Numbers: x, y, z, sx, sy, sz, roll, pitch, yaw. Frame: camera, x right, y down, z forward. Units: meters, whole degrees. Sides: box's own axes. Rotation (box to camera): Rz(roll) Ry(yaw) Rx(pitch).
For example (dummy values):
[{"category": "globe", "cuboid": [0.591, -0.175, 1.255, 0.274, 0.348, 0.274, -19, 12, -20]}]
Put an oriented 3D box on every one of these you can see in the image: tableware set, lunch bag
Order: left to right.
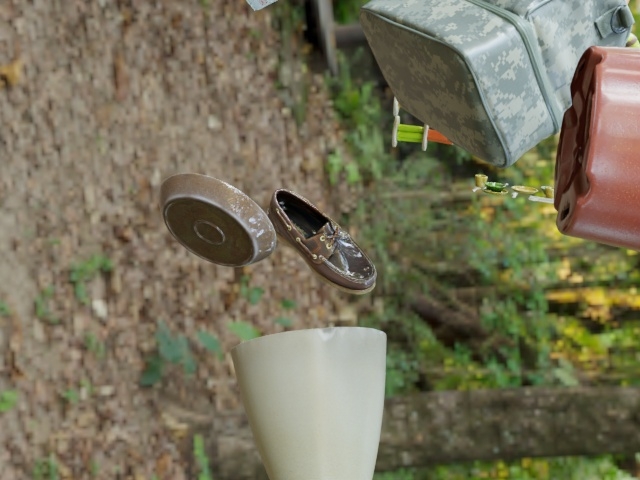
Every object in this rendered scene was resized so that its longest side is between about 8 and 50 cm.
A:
[{"category": "lunch bag", "cuboid": [0.236, -0.276, 1.684, 0.305, 0.256, 0.212, 38, -21, 54]}, {"category": "tableware set", "cuboid": [0.348, -0.095, 2.225, 0.104, 0.154, 0.024, -37, 134, -70]}]

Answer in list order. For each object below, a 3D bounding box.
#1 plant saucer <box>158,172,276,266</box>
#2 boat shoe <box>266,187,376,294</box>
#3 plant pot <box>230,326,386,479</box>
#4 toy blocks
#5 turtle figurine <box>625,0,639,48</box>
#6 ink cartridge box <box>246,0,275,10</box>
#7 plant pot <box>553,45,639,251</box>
[{"category": "plant saucer", "cuboid": [-0.139, -0.018, 1.621, 0.168, 0.168, 0.029, 76, 34, -49]}, {"category": "boat shoe", "cuboid": [0.000, 0.000, 1.881, 0.073, 0.207, 0.073, -41, 157, -33]}, {"category": "plant pot", "cuboid": [-0.004, 0.299, 2.024, 0.256, 0.256, 0.274, 57, 25, -73]}, {"category": "toy blocks", "cuboid": [0.193, -0.194, 2.037, 0.123, 0.148, 0.054, 88, 11, -48]}, {"category": "turtle figurine", "cuboid": [0.540, -0.275, 2.191, 0.217, 0.087, 0.269, 129, -47, -80]}, {"category": "ink cartridge box", "cuboid": [-0.062, -0.526, 2.336, 0.087, 0.208, 0.153, 64, 5, 8]}, {"category": "plant pot", "cuboid": [0.394, -0.087, 1.315, 0.272, 0.265, 0.272, 7, 90, -89]}]
